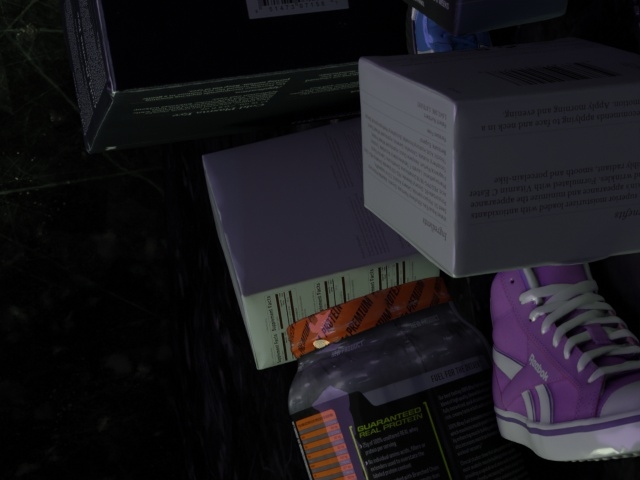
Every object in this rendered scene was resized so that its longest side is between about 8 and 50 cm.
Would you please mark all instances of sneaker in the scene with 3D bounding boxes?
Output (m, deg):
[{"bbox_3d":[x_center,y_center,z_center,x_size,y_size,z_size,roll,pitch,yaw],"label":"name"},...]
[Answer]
[{"bbox_3d":[0.132,-0.132,1.017,0.081,0.080,0.211,11,118,67],"label":"sneaker"},{"bbox_3d":[0.188,0.074,0.863,0.282,0.102,0.161,169,96,-74],"label":"sneaker"}]

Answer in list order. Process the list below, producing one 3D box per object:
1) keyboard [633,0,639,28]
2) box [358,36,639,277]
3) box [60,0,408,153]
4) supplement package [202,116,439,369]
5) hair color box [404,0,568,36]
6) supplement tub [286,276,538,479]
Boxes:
[{"bbox_3d":[0.233,-0.139,0.686,0.108,0.023,0.180,64,172,-15],"label":"keyboard"},{"bbox_3d":[0.139,-0.065,0.813,0.182,0.181,0.119,-136,41,-65],"label":"box"},{"bbox_3d":[-0.072,-0.218,1.178,0.312,0.343,0.178,159,102,-73],"label":"box"},{"bbox_3d":[0.000,0.000,1.249,0.149,0.203,0.194,85,169,-54],"label":"supplement package"},{"bbox_3d":[0.109,-0.361,0.847,0.185,0.114,0.374,46,142,46],"label":"hair color box"},{"bbox_3d":[0.088,0.203,1.040,0.193,0.194,0.316,139,115,-71],"label":"supplement tub"}]
